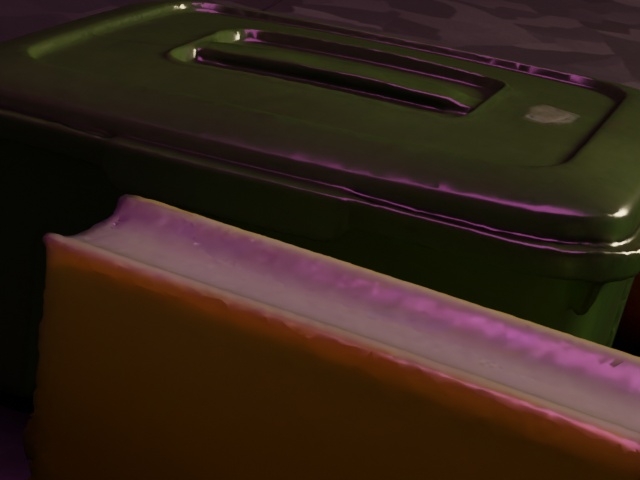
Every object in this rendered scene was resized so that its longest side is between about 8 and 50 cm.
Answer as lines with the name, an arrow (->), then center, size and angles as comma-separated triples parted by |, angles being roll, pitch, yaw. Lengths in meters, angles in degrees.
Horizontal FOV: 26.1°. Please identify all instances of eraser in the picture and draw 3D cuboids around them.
eraser -> 0.006, 0.092, 0.455 | 0.226, 0.158, 0.069 | 17, 22, 24

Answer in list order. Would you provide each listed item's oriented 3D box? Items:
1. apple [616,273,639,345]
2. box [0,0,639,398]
apple -> 0.209, -0.011, 0.791 | 0.139, 0.163, 0.163 | -2, 21, 3
box -> 0.000, 0.000, 0.670 | 0.329, 0.177, 0.253 | 14, 20, 19
